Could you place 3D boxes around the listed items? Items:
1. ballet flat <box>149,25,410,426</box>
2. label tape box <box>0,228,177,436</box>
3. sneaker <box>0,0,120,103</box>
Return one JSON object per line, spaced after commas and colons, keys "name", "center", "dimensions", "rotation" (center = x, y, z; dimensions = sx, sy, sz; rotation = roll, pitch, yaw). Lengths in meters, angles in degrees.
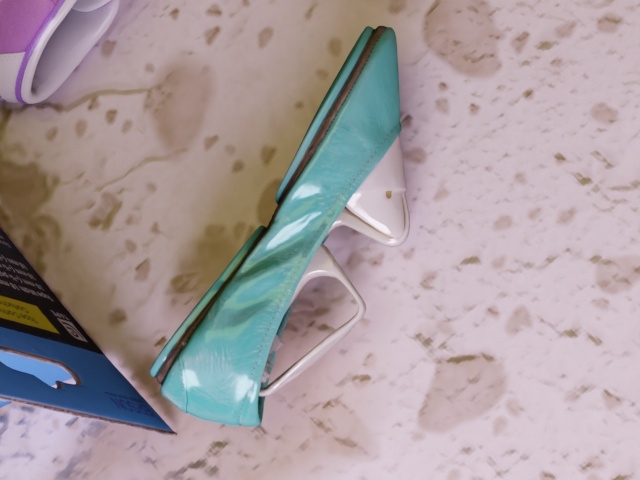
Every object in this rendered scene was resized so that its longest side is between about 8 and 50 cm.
{"name": "ballet flat", "center": [0.000, 0.000, 0.894], "dimensions": [0.087, 0.083, 0.247], "rotation": [32, 92, 1]}
{"name": "label tape box", "center": [-0.266, 0.018, 0.900], "dimensions": [0.106, 0.240, 0.333], "rotation": [-46, 66, 7]}
{"name": "sneaker", "center": [-0.181, -0.225, 1.004], "dimensions": [0.161, 0.102, 0.282], "rotation": [15, 95, 21]}
